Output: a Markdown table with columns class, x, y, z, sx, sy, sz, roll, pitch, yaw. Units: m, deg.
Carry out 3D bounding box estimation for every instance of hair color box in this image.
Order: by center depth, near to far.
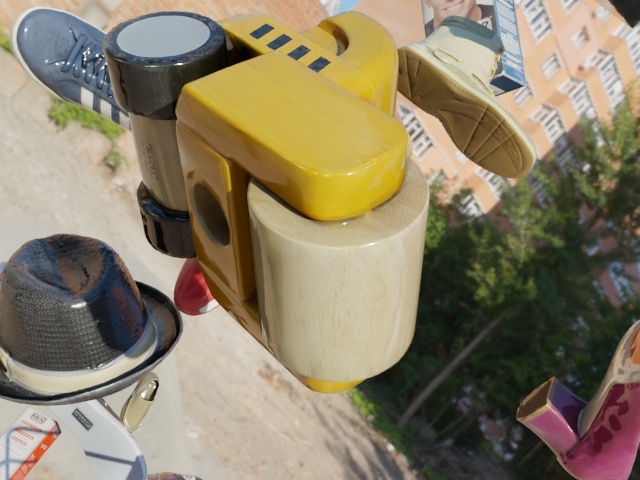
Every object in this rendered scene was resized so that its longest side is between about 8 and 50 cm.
| class | x | y | z | sx | sy | sz | roll | pitch | yaw |
| --- | --- | --- | --- | --- | --- | --- | --- | --- | --- |
| hair color box | -0.530 | 0.368 | 1.238 | 0.072 | 0.141 | 0.043 | 22 | -41 | 15 |
| hair color box | 0.314 | -0.472 | 1.500 | 0.105 | 0.174 | 0.347 | 8 | 73 | -47 |

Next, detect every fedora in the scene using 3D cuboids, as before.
| class | x | y | z | sx | sy | sz | roll | pitch | yaw |
| --- | --- | --- | --- | --- | --- | --- | --- | --- | --- |
| fedora | -0.362 | 0.085 | 1.023 | 0.334 | 0.334 | 0.153 | -136 | -142 | -55 |

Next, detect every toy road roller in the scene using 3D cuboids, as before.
| class | x | y | z | sx | sy | sz | roll | pitch | yaw |
| --- | --- | --- | --- | --- | --- | --- | --- | --- | --- |
| toy road roller | -0.004 | -0.069 | 0.575 | 0.329 | 0.240 | 0.202 | 41 | -34 | 36 |

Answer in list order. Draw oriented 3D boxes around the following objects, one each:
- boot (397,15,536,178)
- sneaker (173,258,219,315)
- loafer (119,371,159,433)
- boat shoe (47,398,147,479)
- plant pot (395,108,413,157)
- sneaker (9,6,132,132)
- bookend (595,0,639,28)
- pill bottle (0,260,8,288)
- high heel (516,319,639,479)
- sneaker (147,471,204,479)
| class | x | y | z | sx | sy | sz | roll | pitch | yaw |
| --- | --- | --- | --- | --- | --- | --- | --- | --- | --- |
| boot | 0.247 | -0.228 | 1.083 | 0.262 | 0.203 | 0.095 | 41 | -43 | 6 |
| sneaker | -0.130 | -0.020 | 0.892 | 0.087 | 0.221 | 0.128 | 22 | -20 | 22 |
| loafer | -0.416 | 0.372 | 1.631 | 0.056 | 0.148 | 0.050 | 27 | -18 | -24 |
| boat shoe | -0.348 | 0.299 | 1.121 | 0.228 | 0.080 | 0.076 | 42 | 2 | 11 |
| plant pot | 0.104 | -0.249 | 1.694 | 0.187 | 0.212 | 0.212 | -26 | 90 | -61 |
| sneaker | -0.294 | -0.237 | 1.087 | 0.148 | 0.131 | 0.350 | 14 | -12 | 48 |
| bookend | 0.369 | -0.386 | 0.953 | 0.156 | 0.072 | 0.157 | 22 | 29 | -43 |
| pill bottle | -0.449 | 0.153 | 1.251 | 0.283 | 0.161 | 0.161 | 19 | 4 | -10 |
| high heel | 0.278 | 0.138 | 0.580 | 0.117 | 0.244 | 0.082 | 39 | 43 | 0 |
| sneaker | -0.208 | 0.486 | 1.224 | 0.281 | 0.106 | 0.162 | 36 | 15 | 30 |
